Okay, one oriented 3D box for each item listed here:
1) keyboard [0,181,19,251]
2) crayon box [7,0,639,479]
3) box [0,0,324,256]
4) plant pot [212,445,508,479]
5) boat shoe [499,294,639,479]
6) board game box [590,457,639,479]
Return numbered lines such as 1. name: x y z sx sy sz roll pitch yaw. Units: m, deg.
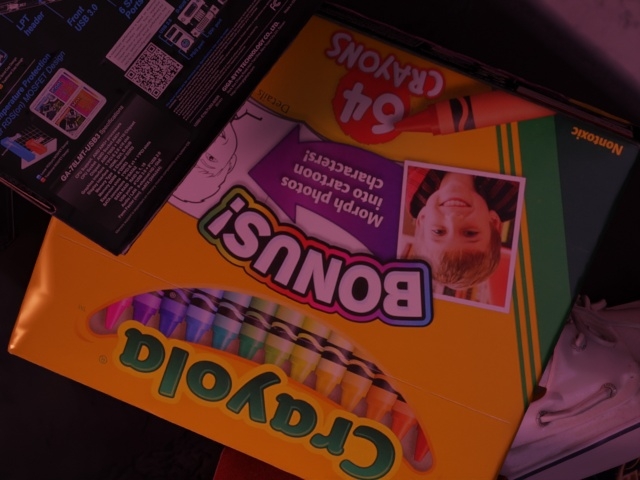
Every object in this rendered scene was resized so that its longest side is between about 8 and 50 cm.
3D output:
1. keyboard: -0.376 -0.070 1.102 0.317 0.033 0.201 -5 119 -16
2. crayon box: 0.000 0.000 1.118 0.363 0.106 0.313 22 105 5
3. box: -0.148 -0.183 0.923 0.293 0.073 0.295 35 97 -29
4. plant pot: 0.051 0.320 1.215 0.236 0.267 0.267 -12 117 17
5. boat shoe: 0.202 0.098 1.299 0.367 0.136 0.156 -27 114 6
6. board game box: 0.371 0.189 1.425 0.243 0.042 0.165 -33 117 -1
